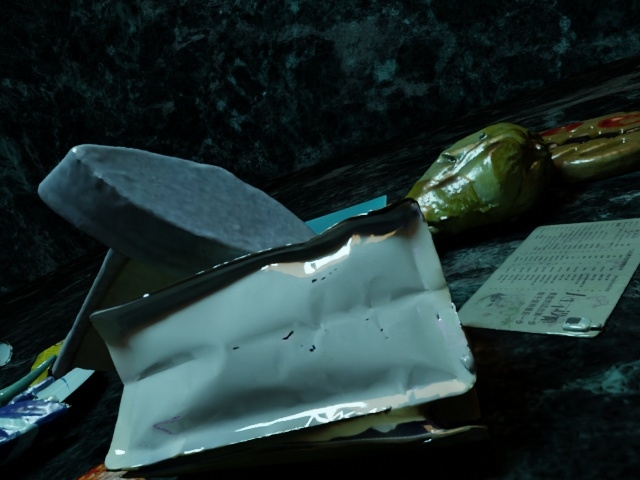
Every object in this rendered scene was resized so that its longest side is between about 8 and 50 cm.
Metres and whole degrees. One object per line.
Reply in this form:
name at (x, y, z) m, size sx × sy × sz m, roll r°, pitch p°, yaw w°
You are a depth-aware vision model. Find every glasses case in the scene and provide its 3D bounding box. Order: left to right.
glasses case at (0.000, 0.001, 0.972) m, size 0.301 × 0.070 × 0.117 m, roll -16°, pitch 21°, yaw 16°

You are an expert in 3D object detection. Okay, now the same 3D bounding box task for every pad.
pad at (0.277, 0.030, 0.559) m, size 0.265 × 0.009 × 0.159 m, roll -33°, pitch 17°, yaw -37°

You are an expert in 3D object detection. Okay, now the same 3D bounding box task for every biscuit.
biscuit at (0.497, -0.188, 0.923) m, size 0.314 × 0.063 × 0.367 m, roll -29°, pitch 15°, yaw -20°

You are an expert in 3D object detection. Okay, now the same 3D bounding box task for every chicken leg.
chicken leg at (0.184, -0.048, 0.763) m, size 0.429 × 0.152 × 0.201 m, roll -31°, pitch 2°, yaw -3°

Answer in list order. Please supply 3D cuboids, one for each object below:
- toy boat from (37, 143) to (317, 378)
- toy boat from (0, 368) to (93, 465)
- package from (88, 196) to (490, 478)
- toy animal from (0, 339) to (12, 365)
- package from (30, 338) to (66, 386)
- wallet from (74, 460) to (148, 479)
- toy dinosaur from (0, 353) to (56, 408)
toy boat at (-0.138, 0.044, 0.512) m, size 0.276 × 0.293 × 0.111 m, roll 8°, pitch 42°, yaw -13°
toy boat at (-0.427, 0.249, 0.708) m, size 0.210 × 0.070 × 0.291 m, roll -23°, pitch 7°, yaw -5°
package at (-0.021, 0.128, 0.435) m, size 0.311 × 0.221 × 0.165 m, roll -17°, pitch 55°, yaw 11°
toy animal at (-0.802, 0.275, 1.148) m, size 0.124 × 0.071 × 0.085 m, roll -19°, pitch 15°, yaw 14°
package at (-0.495, 0.223, 0.924) m, size 0.071 × 0.047 × 0.131 m, roll -7°, pitch 19°, yaw 38°
wallet at (-0.257, 0.272, 0.447) m, size 0.196 × 0.020 × 0.103 m, roll -29°, pitch 16°, yaw -27°
toy dinosaur at (-0.652, 0.325, 0.743) m, size 0.331 × 0.129 × 0.383 m, roll -48°, pitch -20°, yaw 26°
